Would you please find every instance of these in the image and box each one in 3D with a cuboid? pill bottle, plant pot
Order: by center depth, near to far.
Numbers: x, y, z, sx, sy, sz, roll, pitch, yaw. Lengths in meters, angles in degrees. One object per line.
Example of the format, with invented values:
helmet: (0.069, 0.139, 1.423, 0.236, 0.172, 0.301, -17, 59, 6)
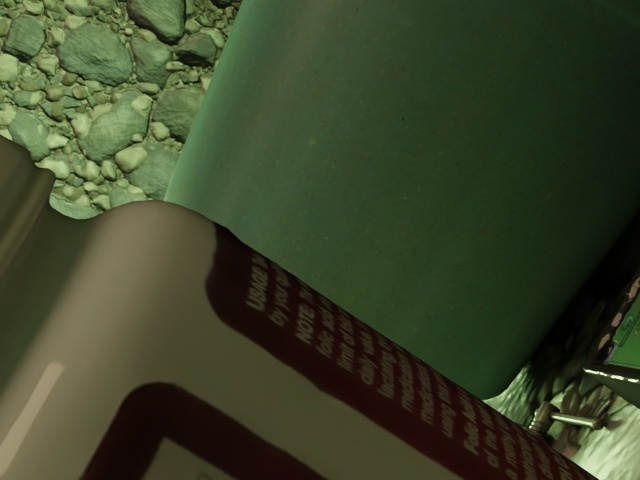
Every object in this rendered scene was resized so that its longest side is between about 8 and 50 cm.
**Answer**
pill bottle: (-0.041, 0.126, 0.569, 0.224, 0.392, 0.224, -52, 12, 16)
plant pot: (0.087, -0.105, 0.918, 0.334, 0.341, 0.341, -62, 10, 15)

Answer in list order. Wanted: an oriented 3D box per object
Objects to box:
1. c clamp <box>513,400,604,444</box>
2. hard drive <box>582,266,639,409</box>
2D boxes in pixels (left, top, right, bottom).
c clamp: (0.088, 0.158, 0.868, 0.160, 0.022, 0.137, -57, 12, -6)
hard drive: (0.267, -0.061, 0.650, 0.339, 0.064, 0.237, -57, 12, -9)
